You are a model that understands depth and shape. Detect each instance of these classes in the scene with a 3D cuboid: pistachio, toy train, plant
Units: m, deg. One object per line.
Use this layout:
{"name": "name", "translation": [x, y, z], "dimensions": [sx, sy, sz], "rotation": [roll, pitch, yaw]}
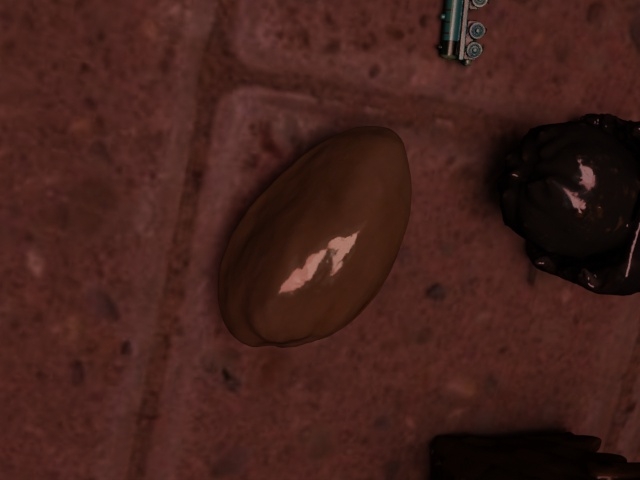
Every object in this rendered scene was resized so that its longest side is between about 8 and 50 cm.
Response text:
{"name": "pistachio", "translation": [0.000, 0.000, 0.709], "dimensions": [0.136, 0.136, 0.226], "rotation": [37, 85, -18]}
{"name": "toy train", "translation": [0.132, -0.209, 0.743], "dimensions": [0.045, 0.029, 0.092], "rotation": [2, 103, -7]}
{"name": "plant", "translation": [0.279, -0.031, 0.762], "dimensions": [0.256, 0.142, 0.164], "rotation": [19, 97, -29]}

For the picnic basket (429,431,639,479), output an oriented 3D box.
{"name": "picnic basket", "translation": [0.264, 0.328, 0.754], "dimensions": [0.321, 0.291, 0.254], "rotation": [6, 101, -6]}
